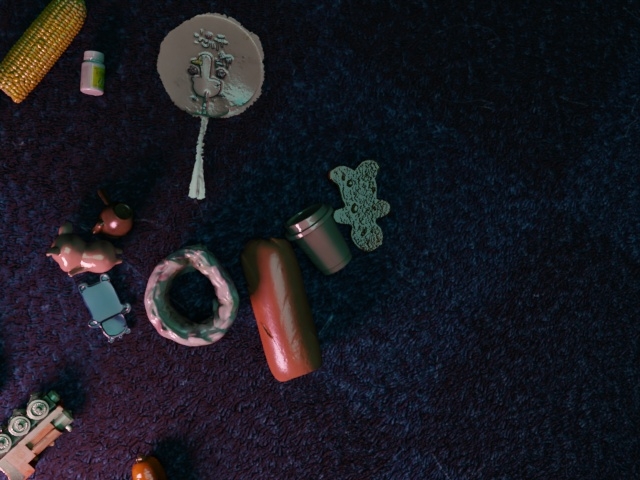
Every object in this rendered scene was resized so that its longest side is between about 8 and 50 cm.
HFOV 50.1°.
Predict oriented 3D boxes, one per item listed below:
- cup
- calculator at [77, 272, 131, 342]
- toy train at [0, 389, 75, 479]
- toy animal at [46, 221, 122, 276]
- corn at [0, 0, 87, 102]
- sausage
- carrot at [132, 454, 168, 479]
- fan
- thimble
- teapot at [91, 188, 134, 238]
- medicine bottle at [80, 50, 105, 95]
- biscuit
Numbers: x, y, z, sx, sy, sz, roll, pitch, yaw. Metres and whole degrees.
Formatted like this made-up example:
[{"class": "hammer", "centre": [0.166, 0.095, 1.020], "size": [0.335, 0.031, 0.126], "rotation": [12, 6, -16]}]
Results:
[{"class": "cup", "centre": [0.000, 0.000, 1.479], "size": [0.120, 0.120, 0.141], "rotation": [-35, 104, -11]}, {"class": "calculator", "centre": [-0.446, 0.141, 1.426], "size": [0.094, 0.019, 0.141], "rotation": [-25, 95, -11]}, {"class": "toy train", "centre": [-0.576, 0.386, 1.370], "size": [0.176, 0.074, 0.118], "rotation": [-43, 107, -14]}, {"class": "toy animal", "centre": [-0.478, 0.023, 1.391], "size": [0.150, 0.083, 0.089], "rotation": [12, 109, -28]}, {"class": "corn", "centre": [-0.563, -0.393, 1.381], "size": [0.081, 0.081, 0.248], "rotation": [36, 82, -9]}, {"class": "sausage", "centre": [-0.083, 0.139, 1.451], "size": [0.121, 0.121, 0.304], "rotation": [-15, 93, -12]}, {"class": "carrot", "centre": [-0.335, 0.549, 1.418], "size": [0.067, 0.067, 0.225], "rotation": [-17, 94, -12]}, {"class": "fan", "centre": [-0.248, -0.293, 1.480], "size": [0.233, 0.012, 0.414], "rotation": [9, 84, -11]}, {"class": "thimble", "centre": [-0.261, 0.108, 1.402], "size": [0.186, 0.149, 0.210], "rotation": [3, 88, -10]}, {"class": "teapot", "centre": [-0.434, -0.060, 1.405], "size": [0.085, 0.080, 0.110], "rotation": [-19, 78, -40]}, {"class": "medicine bottle", "centre": [-0.470, -0.346, 1.417], "size": [0.047, 0.047, 0.083], "rotation": [4, 88, -12]}, {"class": "biscuit", "centre": [0.088, -0.075, 1.538], "size": [0.138, 0.031, 0.204], "rotation": [-14, 91, -11]}]
